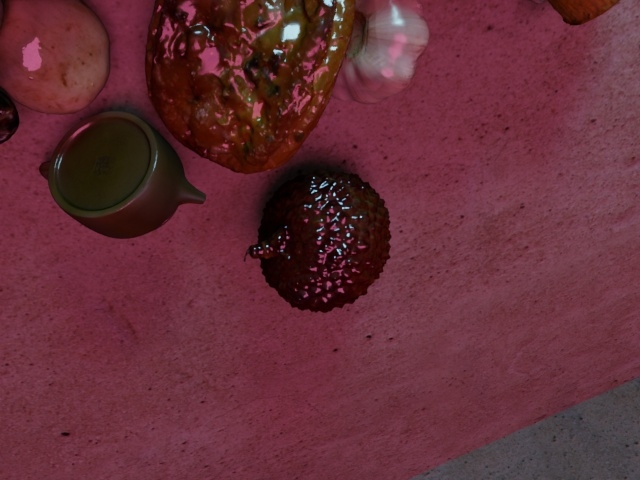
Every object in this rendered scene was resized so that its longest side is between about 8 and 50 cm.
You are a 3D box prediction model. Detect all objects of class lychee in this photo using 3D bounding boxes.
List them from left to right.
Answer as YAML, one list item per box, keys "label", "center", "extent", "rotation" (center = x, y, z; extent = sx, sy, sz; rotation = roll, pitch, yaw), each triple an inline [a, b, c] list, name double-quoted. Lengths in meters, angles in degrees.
- label: "lychee"
  center: [0.000, 0.000, 0.913]
  extent: [0.300, 0.264, 0.264]
  rotation: [-13, 132, -36]

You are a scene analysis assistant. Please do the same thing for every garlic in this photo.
- label: "garlic"
  center: [0.112, -0.310, 0.802]
  extent: [0.226, 0.199, 0.199]
  rotation: [-8, 132, -48]

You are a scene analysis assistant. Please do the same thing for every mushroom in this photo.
- label: "mushroom"
  center: [-0.372, -0.257, 0.671]
  extent: [0.127, 0.166, 0.166]
  rotation: [14, 129, 17]

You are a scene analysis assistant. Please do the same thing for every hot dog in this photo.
- label: "hot dog"
  center: [-0.102, -0.280, 0.719]
  extent: [0.267, 0.174, 0.387]
  rotation: [23, 116, -7]

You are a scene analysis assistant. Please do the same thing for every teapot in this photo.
- label: "teapot"
  center: [-0.322, -0.090, 0.804]
  extent: [0.267, 0.185, 0.175]
  rotation: [6, 161, 12]

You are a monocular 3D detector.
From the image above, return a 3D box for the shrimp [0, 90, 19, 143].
- label: "shrimp"
  center: [-0.593, -0.182, 0.664]
  extent: [0.372, 0.172, 0.137]
  rotation: [0, 155, -2]

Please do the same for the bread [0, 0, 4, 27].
- label: "bread"
  center: [-0.458, -0.226, 0.549]
  extent: [0.183, 0.337, 0.102]
  rotation: [-2, 164, 2]

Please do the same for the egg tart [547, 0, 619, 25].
- label: "egg tart"
  center: [0.421, -0.469, 0.766]
  extent: [0.171, 0.215, 0.215]
  rotation: [24, 115, -16]

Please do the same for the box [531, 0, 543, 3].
- label: "box"
  center: [0.205, -0.492, 0.646]
  extent: [0.297, 0.225, 0.190]
  rotation: [18, 120, -29]
